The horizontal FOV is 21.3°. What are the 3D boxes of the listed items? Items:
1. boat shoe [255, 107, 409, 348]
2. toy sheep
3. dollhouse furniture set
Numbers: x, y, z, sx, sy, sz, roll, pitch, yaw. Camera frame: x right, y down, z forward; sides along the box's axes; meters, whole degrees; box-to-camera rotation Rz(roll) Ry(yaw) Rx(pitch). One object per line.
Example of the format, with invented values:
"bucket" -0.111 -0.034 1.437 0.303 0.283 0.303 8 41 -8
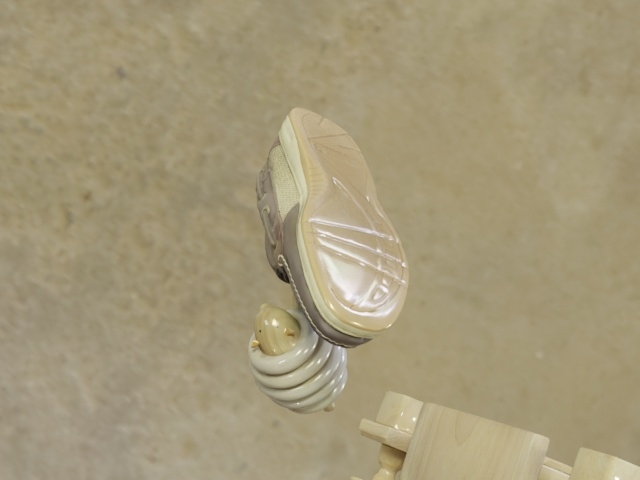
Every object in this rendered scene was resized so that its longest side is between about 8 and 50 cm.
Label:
"boat shoe" 0.000 0.000 1.438 0.103 0.285 0.092 20 123 -26
"toy sheep" -0.017 0.101 1.442 0.091 0.091 0.132 -48 130 -11
"dollhouse furniture set" 0.175 0.235 1.063 0.303 0.355 0.173 23 84 -21
